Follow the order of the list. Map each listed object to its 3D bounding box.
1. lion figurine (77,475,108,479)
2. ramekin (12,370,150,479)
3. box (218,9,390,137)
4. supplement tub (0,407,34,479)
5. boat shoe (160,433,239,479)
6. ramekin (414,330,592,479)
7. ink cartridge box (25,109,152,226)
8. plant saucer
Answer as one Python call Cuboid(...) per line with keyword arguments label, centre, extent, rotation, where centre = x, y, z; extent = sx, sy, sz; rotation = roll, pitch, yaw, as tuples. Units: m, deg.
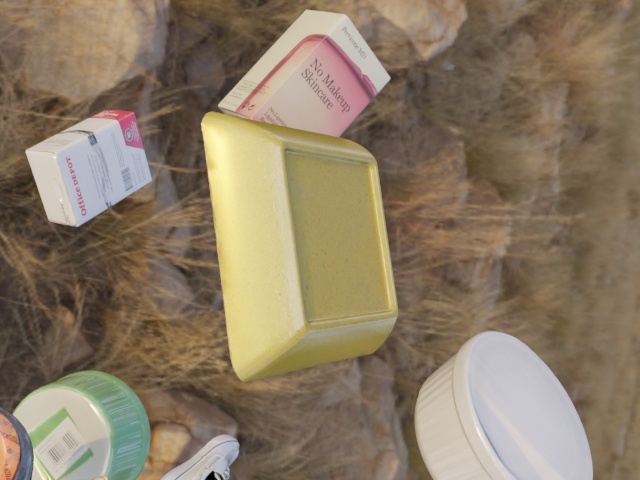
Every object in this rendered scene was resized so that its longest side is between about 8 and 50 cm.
Cuboid(label="lion figurine", centre=(-0.353, 0.534, 1.079), extent=(0.240, 0.142, 0.391), rotation=(-12, 88, -16))
Cuboid(label="ramekin", centre=(-0.553, 0.451, 1.789), extent=(0.148, 0.304, 0.303), rotation=(17, 80, -77))
Cuboid(label="box", centre=(-0.025, -0.245, 1.314), extent=(0.232, 0.127, 0.148), rotation=(-49, 126, -8))
Cuboid(label="supplement tub", centre=(-0.561, 0.372, 1.269), extent=(0.193, 0.194, 0.316), rotation=(-62, -175, -32))
Cuboid(label="boat shoe", centre=(-0.228, 0.477, 1.595), extent=(0.258, 0.084, 0.095), rotation=(-28, 136, -57))
Cuboid(label="ramekin", centre=(0.251, 0.275, 1.132), extent=(0.273, 0.127, 0.272), rotation=(30, 39, -28))
Cuboid(label="ink cartridge box", centre=(-0.495, -0.160, 1.718), extent=(0.237, 0.100, 0.171), rotation=(-43, 133, -46))
Cuboid(label="plant saucer", centre=(0.000, 0.000, 1.059), extent=(0.333, 0.081, 0.332), rotation=(0, 81, -56))
